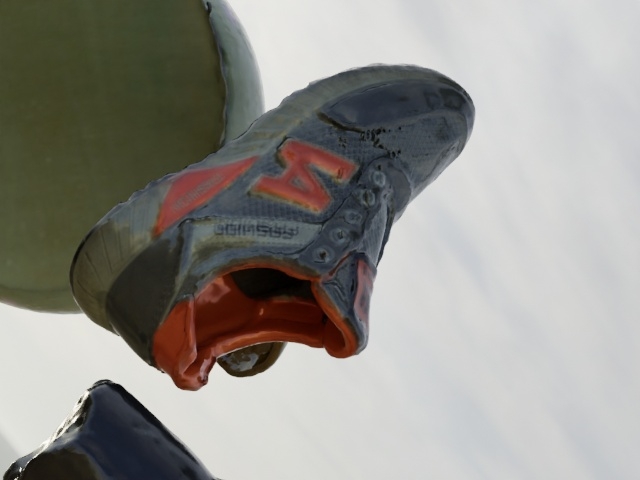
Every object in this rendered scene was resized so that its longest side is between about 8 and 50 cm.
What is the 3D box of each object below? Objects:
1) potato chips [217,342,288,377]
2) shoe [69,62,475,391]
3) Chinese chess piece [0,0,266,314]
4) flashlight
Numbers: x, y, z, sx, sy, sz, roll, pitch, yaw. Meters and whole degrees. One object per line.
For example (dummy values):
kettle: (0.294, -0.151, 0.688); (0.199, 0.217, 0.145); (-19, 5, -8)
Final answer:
potato chips: (-0.079, 0.045, 1.701); (0.150, 0.049, 0.201); (-27, -104, 39)
shoe: (0.000, 0.000, 1.112); (0.171, 0.336, 0.132); (49, -20, 33)
Chinese chess piece: (-0.221, -0.108, 1.382); (0.349, 0.349, 0.146); (48, 3, 10)
flashlight: (-0.008, 0.255, 0.927); (0.424, 0.103, 0.103); (43, -13, -1)
